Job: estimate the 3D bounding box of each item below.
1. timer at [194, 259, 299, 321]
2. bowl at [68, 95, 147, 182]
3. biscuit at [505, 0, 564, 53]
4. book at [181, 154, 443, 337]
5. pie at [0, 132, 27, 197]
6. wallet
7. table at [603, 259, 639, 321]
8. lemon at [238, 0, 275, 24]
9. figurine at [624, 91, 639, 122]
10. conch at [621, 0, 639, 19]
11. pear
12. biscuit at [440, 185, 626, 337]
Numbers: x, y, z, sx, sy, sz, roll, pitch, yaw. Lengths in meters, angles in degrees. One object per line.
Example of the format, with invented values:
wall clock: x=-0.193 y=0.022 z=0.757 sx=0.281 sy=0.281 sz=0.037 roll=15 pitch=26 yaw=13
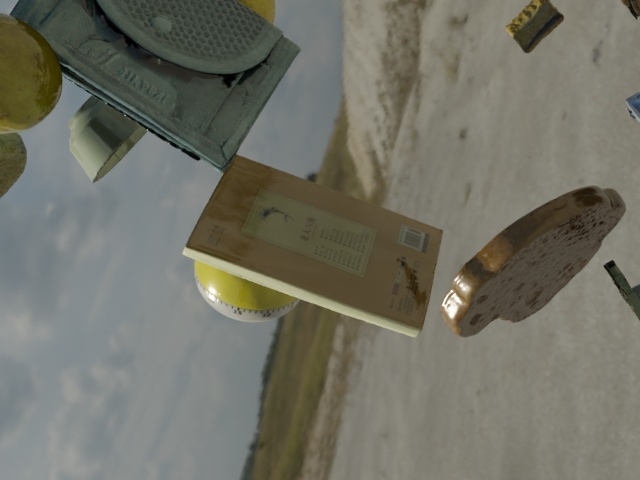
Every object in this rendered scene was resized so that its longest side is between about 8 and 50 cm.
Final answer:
timer: x=-0.143 y=0.017 z=2.210 sx=0.285 sy=0.285 sz=0.285 roll=18 pitch=-90 yaw=-87
bowl: x=-0.400 y=-0.221 z=1.892 sx=0.211 sy=0.112 sz=0.211 roll=-45 pitch=8 yaw=8
biscuit: x=0.343 y=-0.349 z=1.597 sx=0.083 sy=0.018 sz=0.081 roll=-45 pitch=43 yaw=19
book: x=0.000 y=0.000 z=1.606 sx=0.269 sy=0.389 sz=0.032 roll=-68 pitch=-2 yaw=-50
pie: x=-0.714 y=-0.124 z=2.022 sx=0.277 sy=0.078 sz=0.277 roll=-39 pitch=-6 yaw=-5
wallet: x=-0.214 y=-0.271 z=1.314 sx=0.237 sy=0.342 sz=0.075 roll=-61 pitch=9 yaw=-26
table: x=0.575 y=0.120 z=1.728 sx=0.062 sy=0.175 sz=0.146 roll=-31 pitch=17 yaw=11
lemon: x=-0.217 y=-0.417 z=1.817 sx=0.322 sy=0.268 sz=0.268 roll=-42 pitch=5 yaw=14
figurine: x=0.709 y=-0.241 z=1.543 sx=0.388 sy=0.248 sz=0.276 roll=-38 pitch=-6 yaw=13
conch: x=0.416 y=-0.437 z=1.421 sx=0.330 sy=0.109 sz=0.093 roll=36 pitch=-104 yaw=-42
pear: x=-0.391 y=-0.200 z=1.184 sx=0.162 sy=0.149 sz=0.149 roll=27 pitch=-101 yaw=-63
biscuit: x=0.370 y=0.044 z=1.758 sx=0.359 sy=0.074 sz=0.381 roll=-27 pitch=-23 yaw=-10
